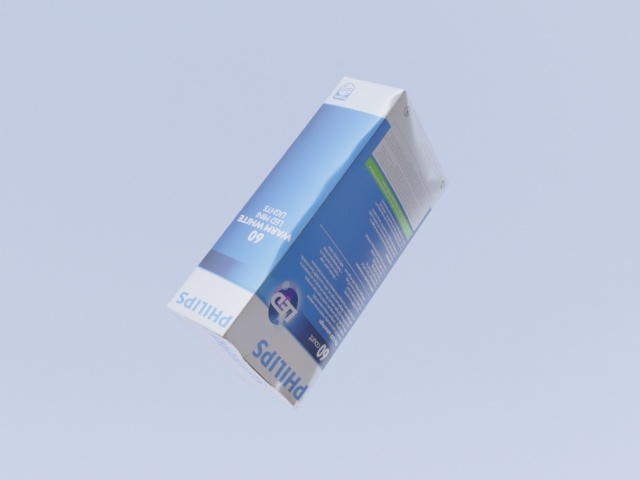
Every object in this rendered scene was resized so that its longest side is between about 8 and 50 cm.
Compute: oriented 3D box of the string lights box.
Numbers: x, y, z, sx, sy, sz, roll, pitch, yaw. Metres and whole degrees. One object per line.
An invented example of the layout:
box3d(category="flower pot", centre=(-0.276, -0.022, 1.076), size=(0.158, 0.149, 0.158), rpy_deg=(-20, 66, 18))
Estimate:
box3d(category="string lights box", centre=(0.000, 0.000, 0.734), size=(0.260, 0.076, 0.133), rpy_deg=(-54, -41, -18))
